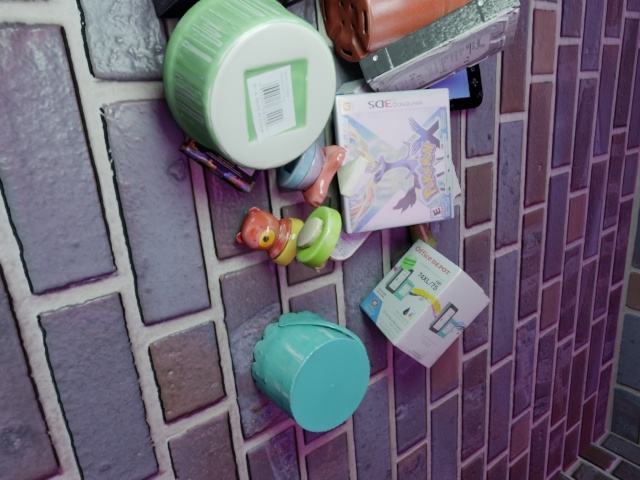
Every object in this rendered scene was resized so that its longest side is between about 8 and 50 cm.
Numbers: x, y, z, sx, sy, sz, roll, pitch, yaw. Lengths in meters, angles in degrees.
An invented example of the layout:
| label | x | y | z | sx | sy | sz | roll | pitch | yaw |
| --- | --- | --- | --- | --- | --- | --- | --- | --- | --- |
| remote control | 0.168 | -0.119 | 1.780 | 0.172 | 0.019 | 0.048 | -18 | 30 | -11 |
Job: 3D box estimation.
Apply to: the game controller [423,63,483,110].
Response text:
| label | x | y | z | sx | sy | sz | roll | pitch | yaw |
| --- | --- | --- | --- | --- | --- | --- | --- | --- | --- |
| game controller | 0.370 | -0.468 | 1.258 | 0.318 | 0.067 | 0.167 | -17 | 109 | -32 |

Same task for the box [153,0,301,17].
| label | x | y | z | sx | sy | sz | roll | pitch | yaw |
| --- | --- | --- | --- | --- | --- | --- | --- | --- | --- |
| box | -0.173 | -0.518 | 0.802 | 0.270 | 0.165 | 0.144 | -20 | 111 | -30 |

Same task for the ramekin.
| label | x | y | z | sx | sy | sz | roll | pitch | yaw |
| --- | --- | --- | --- | --- | --- | --- | --- | --- | --- |
| ramekin | -0.115 | -0.280 | 0.783 | 0.303 | 0.148 | 0.304 | -26 | 138 | -26 |

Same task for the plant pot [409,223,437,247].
| label | x | y | z | sx | sy | sz | roll | pitch | yaw |
| --- | --- | --- | --- | --- | --- | --- | --- | --- | --- |
| plant pot | 0.312 | -0.019 | 1.319 | 0.083 | 0.083 | 0.079 | -26 | 102 | -28 |

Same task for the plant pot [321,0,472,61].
| label | x | y | z | sx | sy | sz | roll | pitch | yaw |
| --- | --- | --- | --- | --- | --- | --- | --- | --- | --- |
| plant pot | 0.162 | -0.556 | 0.986 | 0.264 | 0.272 | 0.273 | -27 | 115 | -19 |

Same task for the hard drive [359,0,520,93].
| label | x | y | z | sx | sy | sz | roll | pitch | yaw |
| --- | --- | --- | --- | --- | --- | --- | --- | --- | --- |
| hard drive | 0.280 | -0.440 | 1.001 | 0.064 | 0.338 | 0.237 | 69 | 19 | 3 |

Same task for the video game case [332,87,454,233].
| label | x | y | z | sx | sy | sz | roll | pitch | yaw |
| --- | --- | --- | --- | --- | --- | --- | --- | --- | --- |
| video game case | 0.188 | -0.197 | 1.053 | 0.299 | 0.036 | 0.330 | -9 | 101 | -14 |

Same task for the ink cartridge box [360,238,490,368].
| label | x | y | z | sx | sy | sz | roll | pitch | yaw |
| --- | --- | --- | --- | --- | --- | --- | --- | --- | --- |
| ink cartridge box | 0.302 | 0.181 | 1.234 | 0.270 | 0.198 | 0.197 | -49 | 125 | 4 |

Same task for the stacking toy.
| label | x | y | z | sx | sy | sz | roll | pitch | yaw |
| --- | --- | --- | --- | --- | --- | --- | --- | --- | --- |
| stacking toy | -0.054 | -0.092 | 0.926 | 0.130 | 0.279 | 0.309 | 24 | 88 | -25 |

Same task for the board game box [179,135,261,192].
| label | x | y | z | sx | sy | sz | roll | pitch | yaw |
| --- | --- | --- | --- | --- | --- | --- | --- | --- | --- |
| board game box | -0.197 | -0.208 | 0.930 | 0.170 | 0.048 | 0.141 | 35 | 78 | -35 |

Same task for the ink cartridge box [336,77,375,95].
| label | x | y | z | sx | sy | sz | roll | pitch | yaw |
| --- | --- | --- | --- | --- | --- | --- | --- | --- | --- |
| ink cartridge box | 0.105 | -0.344 | 1.085 | 0.052 | 0.088 | 0.122 | -52 | 124 | -16 |

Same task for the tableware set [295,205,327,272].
| label | x | y | z | sx | sy | sz | roll | pitch | yaw |
| --- | --- | --- | --- | --- | --- | --- | --- | --- | --- |
| tableware set | 0.000 | 0.000 | 1.134 | 0.169 | 0.020 | 0.141 | -52 | 124 | -13 |

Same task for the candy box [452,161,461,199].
| label | x | y | z | sx | sy | sz | roll | pitch | yaw |
| --- | --- | --- | --- | --- | --- | --- | --- | --- | --- |
| candy box | 0.312 | -0.187 | 1.193 | 0.164 | 0.070 | 0.197 | -40 | 115 | -41 |

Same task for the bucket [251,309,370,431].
| label | x | y | z | sx | sy | sz | roll | pitch | yaw |
| --- | --- | --- | --- | --- | --- | --- | --- | --- | --- |
| bucket | -0.018 | 0.333 | 1.094 | 0.280 | 0.183 | 0.282 | -9 | 105 | -34 |

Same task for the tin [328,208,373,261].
| label | x | y | z | sx | sy | sz | roll | pitch | yaw |
| --- | --- | --- | --- | --- | --- | --- | --- | --- | --- |
| tin | 0.078 | -0.027 | 1.108 | 0.106 | 0.040 | 0.190 | 36 | 99 | -31 |
